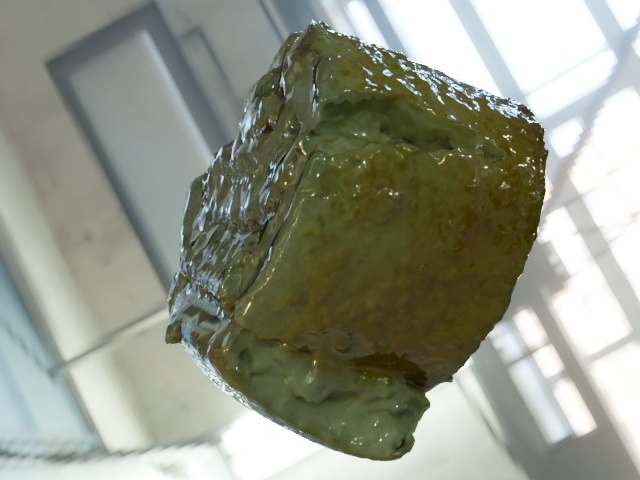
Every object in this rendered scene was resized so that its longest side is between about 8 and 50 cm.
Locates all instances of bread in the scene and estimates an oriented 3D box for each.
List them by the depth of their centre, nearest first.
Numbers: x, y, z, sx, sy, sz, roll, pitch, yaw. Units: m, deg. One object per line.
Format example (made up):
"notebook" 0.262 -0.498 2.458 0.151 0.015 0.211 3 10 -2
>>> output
"bread" 0.000 0.000 0.937 0.185 0.124 0.257 -67 14 -8
